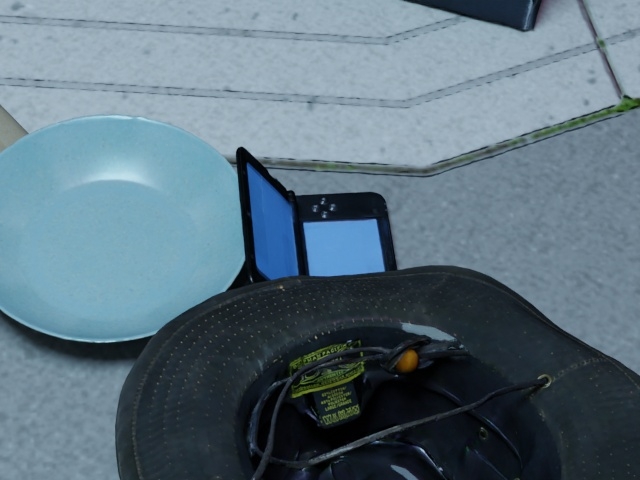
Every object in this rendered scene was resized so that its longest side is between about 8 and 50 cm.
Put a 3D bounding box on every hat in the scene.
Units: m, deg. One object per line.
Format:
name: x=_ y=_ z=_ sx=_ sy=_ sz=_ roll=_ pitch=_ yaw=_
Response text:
hat: x=0.041 y=0.153 z=0.931 sx=0.331 sy=0.134 sz=0.331 roll=1 pitch=34 yaw=-1

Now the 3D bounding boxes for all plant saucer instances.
plant saucer: x=-0.143 y=-0.002 z=1.100 sx=0.195 sy=0.037 sz=0.195 roll=2 pitch=53 yaw=-2

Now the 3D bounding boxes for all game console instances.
game console: x=0.000 y=0.000 z=1.086 sx=0.107 sy=0.071 sz=0.122 roll=-3 pitch=53 yaw=-5

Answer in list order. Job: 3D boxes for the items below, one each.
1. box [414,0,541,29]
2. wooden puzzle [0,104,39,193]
box: x=0.016 y=-0.376 z=1.240 sx=0.395 sy=0.293 sz=0.212 roll=17 pitch=53 yaw=9
wooden puzzle: x=-0.336 y=-0.070 z=1.087 sx=0.221 sy=0.044 sz=0.239 roll=46 pitch=52 yaw=-6
